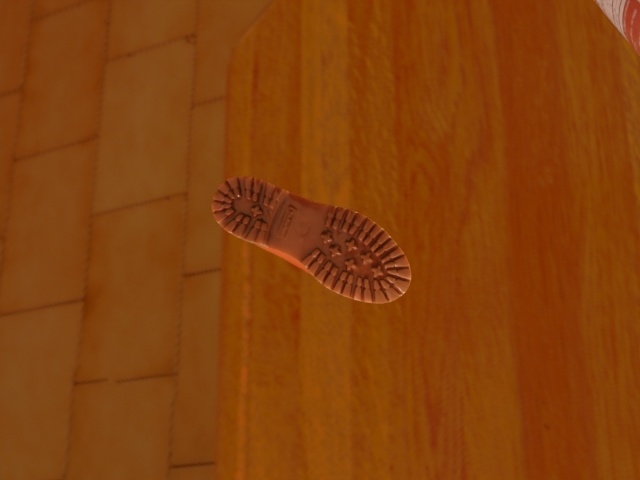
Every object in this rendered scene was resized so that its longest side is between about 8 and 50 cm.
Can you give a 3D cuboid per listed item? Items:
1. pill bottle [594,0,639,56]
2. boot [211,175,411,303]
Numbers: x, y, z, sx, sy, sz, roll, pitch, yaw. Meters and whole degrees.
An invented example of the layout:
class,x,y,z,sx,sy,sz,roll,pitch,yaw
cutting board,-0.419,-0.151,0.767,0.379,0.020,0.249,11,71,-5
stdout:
class,x,y,z,sx,sy,sz,roll,pitch,yaw
pill bottle,0.299,-0.217,0.898,0.121,0.121,0.216,-34,45,15
boot,0.000,0.000,0.813,0.158,0.084,0.059,28,88,12
